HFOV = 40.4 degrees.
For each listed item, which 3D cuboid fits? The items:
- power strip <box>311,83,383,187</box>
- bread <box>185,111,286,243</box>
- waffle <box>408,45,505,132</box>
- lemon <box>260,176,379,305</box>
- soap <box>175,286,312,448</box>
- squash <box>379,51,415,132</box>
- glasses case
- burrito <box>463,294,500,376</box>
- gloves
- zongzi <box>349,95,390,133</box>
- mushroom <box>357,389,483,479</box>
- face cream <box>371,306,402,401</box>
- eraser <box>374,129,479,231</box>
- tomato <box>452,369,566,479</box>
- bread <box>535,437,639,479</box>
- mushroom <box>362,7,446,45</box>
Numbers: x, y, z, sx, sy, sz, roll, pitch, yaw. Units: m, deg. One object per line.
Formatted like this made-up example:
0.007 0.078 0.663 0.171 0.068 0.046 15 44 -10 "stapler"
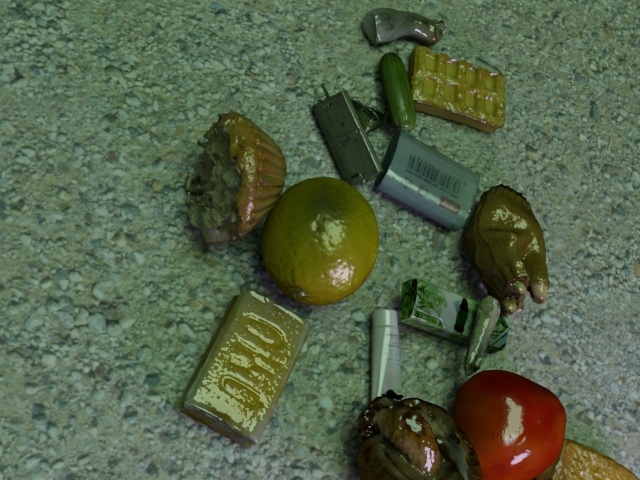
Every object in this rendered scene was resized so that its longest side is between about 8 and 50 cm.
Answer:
0.056 -0.250 2.022 0.092 0.034 0.267 -26 78 12 "power strip"
-0.170 -0.124 1.763 0.149 0.274 0.274 2 68 -33 "bread"
0.345 -0.382 2.220 0.274 0.057 0.167 14 64 -18 "waffle"
0.000 0.001 1.793 0.268 0.267 0.267 9 66 -21 "lemon"
-0.145 0.249 1.717 0.174 0.089 0.274 30 59 -9 "soap"
0.188 -0.361 2.123 0.069 0.069 0.238 4 58 -23 "squash"
0.301 0.169 1.937 0.272 0.062 0.095 20 62 -28 "glasses case"
0.348 0.211 1.897 0.058 0.045 0.188 43 61 -48 "burrito"
0.432 0.030 2.026 0.203 0.155 0.356 35 37 -26 "gloves"
0.104 -0.308 2.092 0.109 0.055 0.119 42 35 15 "zongzi"
0.181 0.430 1.724 0.263 0.195 0.283 -29 87 -37 "mushroom"
0.139 0.264 1.859 0.092 0.058 0.243 12 68 -34 "face cream"
0.256 -0.142 2.066 0.227 0.081 0.174 28 57 -11 "eraser"
0.405 0.396 1.851 0.260 0.180 0.259 8 68 -22 "tomato"
0.577 0.564 1.907 0.235 0.099 0.210 27 58 -6 "bread"
0.216 -0.544 2.220 0.223 0.081 0.092 -2 52 -27 "mushroom"
